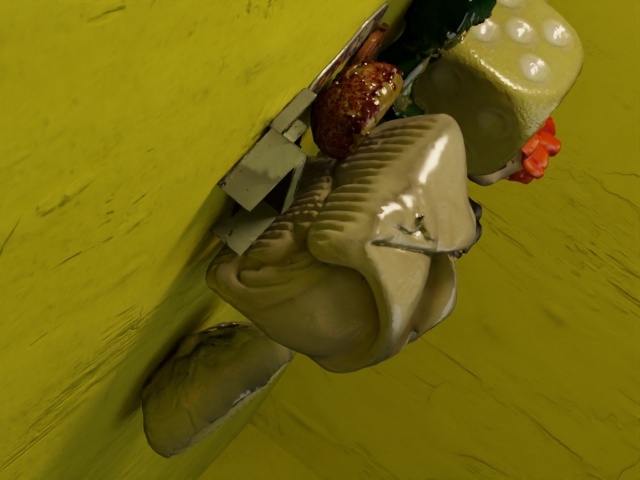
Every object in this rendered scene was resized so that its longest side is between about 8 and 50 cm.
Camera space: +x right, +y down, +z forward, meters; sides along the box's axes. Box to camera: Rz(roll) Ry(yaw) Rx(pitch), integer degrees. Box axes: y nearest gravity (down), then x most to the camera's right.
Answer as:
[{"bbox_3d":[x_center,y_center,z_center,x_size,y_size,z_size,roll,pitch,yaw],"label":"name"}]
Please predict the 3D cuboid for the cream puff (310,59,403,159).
[{"bbox_3d":[0.041,-0.177,1.598,0.149,0.084,0.149,-52,-175,7],"label":"cream puff"}]

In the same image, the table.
[{"bbox_3d":[-0.058,-0.083,1.522,0.175,0.062,0.146,-48,172,-21],"label":"table"}]

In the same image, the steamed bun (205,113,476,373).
[{"bbox_3d":[0.053,0.027,1.655,0.343,0.255,0.367,-11,-151,48],"label":"steamed bun"}]

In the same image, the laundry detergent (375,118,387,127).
[{"bbox_3d":[0.148,-0.214,2.192,0.253,0.091,0.181,-53,169,0],"label":"laundry detergent"}]

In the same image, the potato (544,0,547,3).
[{"bbox_3d":[0.327,-0.401,2.275,0.150,0.146,0.234,1,160,-25],"label":"potato"}]

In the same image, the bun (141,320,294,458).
[{"bbox_3d":[-0.177,0.220,1.962,0.287,0.146,0.287,-38,175,-4],"label":"bun"}]

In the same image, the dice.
[{"bbox_3d":[0.262,-0.262,1.996,0.226,0.233,0.238,-53,-178,-36],"label":"dice"}]

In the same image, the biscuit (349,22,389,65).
[{"bbox_3d":[0.069,-0.259,1.664,0.078,0.015,0.091,-53,178,21],"label":"biscuit"}]

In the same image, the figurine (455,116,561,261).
[{"bbox_3d":[0.246,-0.140,2.342,0.411,0.306,0.241,-52,145,-5],"label":"figurine"}]

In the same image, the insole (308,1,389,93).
[{"bbox_3d":[0.034,-0.242,1.580,0.197,0.004,0.065,-50,174,-28],"label":"insole"}]

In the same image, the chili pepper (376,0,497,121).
[{"bbox_3d":[0.154,-0.292,1.797,0.264,0.116,0.148,-55,162,10],"label":"chili pepper"}]
